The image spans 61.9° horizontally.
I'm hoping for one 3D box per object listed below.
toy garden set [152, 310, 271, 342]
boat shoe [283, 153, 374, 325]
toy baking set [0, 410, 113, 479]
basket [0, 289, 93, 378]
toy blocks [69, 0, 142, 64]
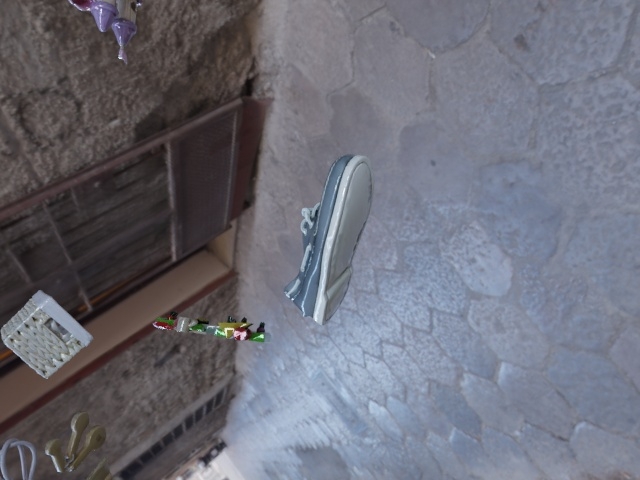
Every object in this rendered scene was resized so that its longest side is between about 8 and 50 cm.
[{"bbox_3d":[-0.239,0.182,1.167,0.245,0.049,0.204,7,170,4],"label":"toy garden set"},{"bbox_3d":[0.000,0.000,0.799,0.099,0.116,0.319,29,137,19],"label":"boat shoe"},{"bbox_3d":[-0.386,0.350,0.740,0.030,0.256,0.196,4,94,20],"label":"toy baking set"},{"bbox_3d":[-0.503,0.168,0.973,0.113,0.103,0.167,52,154,-21],"label":"basket"},{"bbox_3d":[-0.428,-0.554,1.096,0.288,0.309,0.259,69,-159,-76],"label":"toy blocks"}]
